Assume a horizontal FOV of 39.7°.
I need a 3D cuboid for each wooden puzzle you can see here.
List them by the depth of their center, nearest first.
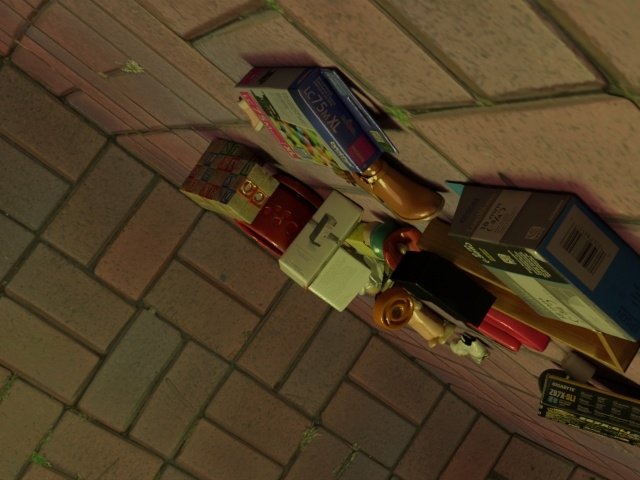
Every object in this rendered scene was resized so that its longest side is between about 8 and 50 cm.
[{"bbox_3d":[0.047,-0.141,1.875,0.049,0.006,0.083,30,171,28],"label":"wooden puzzle"}]

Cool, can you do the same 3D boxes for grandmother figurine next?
[{"bbox_3d":[0.244,0.197,2.745,0.342,0.104,0.208,39,143,-11],"label":"grandmother figurine"}]

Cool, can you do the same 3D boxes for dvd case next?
[{"bbox_3d":[0.446,0.235,2.424,0.164,0.018,0.221,27,168,34],"label":"dvd case"}]

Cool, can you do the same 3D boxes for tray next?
[{"bbox_3d":[0.391,0.098,1.689,0.411,0.076,0.203,28,170,39],"label":"tray"}]

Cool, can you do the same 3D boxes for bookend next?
[{"bbox_3d":[0.238,0.094,1.750,0.157,0.072,0.156,35,172,-12],"label":"bookend"}]

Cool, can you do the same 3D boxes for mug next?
[{"bbox_3d":[0.593,0.298,2.072,0.064,0.062,0.078,42,146,-1],"label":"mug"}]

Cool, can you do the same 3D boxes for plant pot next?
[{"bbox_3d":[-0.100,-0.066,2.281,0.191,0.174,0.191,33,172,5],"label":"plant pot"}]

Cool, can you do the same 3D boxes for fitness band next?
[{"bbox_3d":[0.420,0.187,2.161,0.291,0.054,0.209,29,168,24],"label":"fitness band"}]

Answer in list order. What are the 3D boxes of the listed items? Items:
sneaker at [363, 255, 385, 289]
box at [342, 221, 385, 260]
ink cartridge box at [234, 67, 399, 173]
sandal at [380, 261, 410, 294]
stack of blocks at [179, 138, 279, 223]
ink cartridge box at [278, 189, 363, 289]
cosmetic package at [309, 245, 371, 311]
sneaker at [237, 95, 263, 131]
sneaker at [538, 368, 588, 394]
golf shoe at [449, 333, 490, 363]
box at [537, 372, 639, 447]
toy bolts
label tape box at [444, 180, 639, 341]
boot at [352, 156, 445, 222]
[{"bbox_3d":[0.158,0.071,2.333,0.053,0.061,0.152,23,145,32],"label":"sneaker"},{"bbox_3d":[0.105,-0.005,2.244,0.087,0.058,0.232,37,171,-22],"label":"box"},{"bbox_3d":[-0.015,-0.204,1.494,0.186,0.065,0.311,50,163,-26],"label":"ink cartridge box"},{"bbox_3d":[0.212,0.094,2.293,0.086,0.120,0.303,5,166,14],"label":"sandal"},{"bbox_3d":[-0.227,-0.157,2.268,0.087,0.171,0.297,39,169,-32],"label":"stack of blocks"},{"bbox_3d":[0.000,0.000,2.123,0.092,0.218,0.158,39,172,5],"label":"ink cartridge box"},{"bbox_3d":[0.030,0.064,2.438,0.183,0.151,0.151,37,-164,-14],"label":"cosmetic package"},{"bbox_3d":[-0.127,-0.260,1.733,0.070,0.051,0.134,36,168,-4],"label":"sneaker"},{"bbox_3d":[0.693,0.438,2.342,0.281,0.106,0.162,32,174,11],"label":"sneaker"},{"bbox_3d":[0.456,0.317,2.759,0.086,0.069,0.176,59,160,-20],"label":"golf shoe"},{"bbox_3d":[0.676,0.410,2.074,0.322,0.079,0.257,15,165,17],"label":"box"},{"bbox_3d":[0.161,0.065,2.026,0.158,0.218,0.228,32,156,56],"label":"toy bolts"},{"bbox_3d":[0.333,0.025,1.389,0.240,0.106,0.333,38,170,-23],"label":"label tape box"},{"bbox_3d":[0.118,-0.110,1.576,0.197,0.073,0.152,21,161,46],"label":"boot"}]
